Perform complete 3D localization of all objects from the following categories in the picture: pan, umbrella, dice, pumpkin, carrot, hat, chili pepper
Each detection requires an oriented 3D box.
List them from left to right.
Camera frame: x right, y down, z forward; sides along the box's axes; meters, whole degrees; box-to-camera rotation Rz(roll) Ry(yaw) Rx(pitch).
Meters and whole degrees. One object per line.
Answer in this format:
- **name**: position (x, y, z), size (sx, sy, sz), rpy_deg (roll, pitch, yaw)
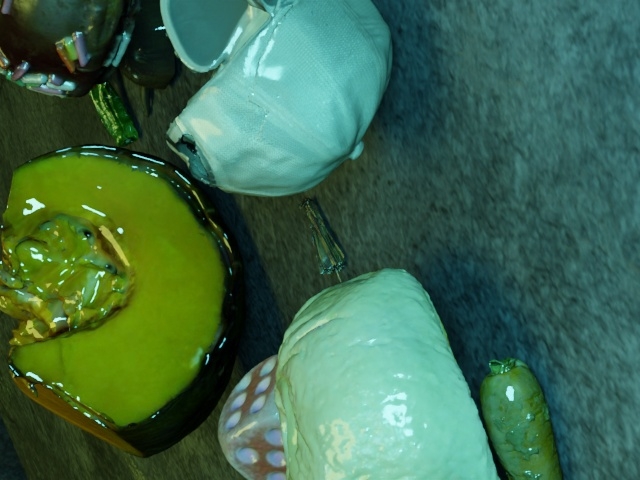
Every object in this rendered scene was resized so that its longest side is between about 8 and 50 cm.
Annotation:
- **chili pepper**: position (-0.240, -0.164, 1.987), size (0.055, 0.035, 0.118), rpy_deg (-7, 97, 36)
- **pumpkin**: position (-0.205, 0.063, 1.777), size (0.225, 0.256, 0.303), rpy_deg (131, 142, -72)
- **pan**: position (-0.191, -0.187, 1.813), size (0.128, 0.048, 0.202), rpy_deg (-128, 29, -50)
- **hat**: position (-0.028, -0.167, 1.274), size (0.232, 0.161, 0.275), rpy_deg (159, 117, -67)
- **dice**: position (-0.032, 0.167, 1.583), size (0.091, 0.094, 0.093), rpy_deg (41, -146, -21)
- **umbrella**: position (0.002, -0.001, 1.511), size (0.031, 0.020, 0.083), rpy_deg (120, 134, -63)
- **carrot**: position (0.159, 0.202, 1.231), size (0.049, 0.049, 0.254), rpy_deg (15, 123, 67)

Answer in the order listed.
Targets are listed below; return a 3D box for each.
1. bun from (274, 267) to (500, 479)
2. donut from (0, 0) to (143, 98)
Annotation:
- **bun**: position (0.043, 0.147, 1.278), size (0.244, 0.153, 0.244), rpy_deg (-21, -90, -87)
- **donut**: position (-0.255, -0.271, 1.675), size (0.345, 0.136, 0.259), rpy_deg (-140, 59, -71)
